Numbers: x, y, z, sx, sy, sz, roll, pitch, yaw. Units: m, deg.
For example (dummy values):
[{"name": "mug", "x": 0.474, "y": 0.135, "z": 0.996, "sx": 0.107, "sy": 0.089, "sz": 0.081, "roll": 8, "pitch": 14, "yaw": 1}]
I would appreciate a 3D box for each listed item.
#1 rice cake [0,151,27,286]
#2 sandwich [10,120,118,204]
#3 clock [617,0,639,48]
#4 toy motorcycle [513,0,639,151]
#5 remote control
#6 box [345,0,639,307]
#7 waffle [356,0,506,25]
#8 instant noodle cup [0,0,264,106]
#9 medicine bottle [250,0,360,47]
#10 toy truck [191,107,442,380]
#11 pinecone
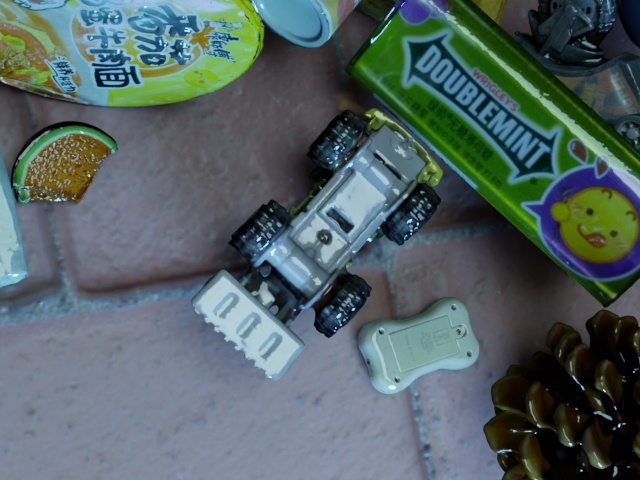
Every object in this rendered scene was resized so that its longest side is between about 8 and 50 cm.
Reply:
[{"name": "rice cake", "x": -0.327, "y": -0.053, "z": 1.092, "sx": 0.124, "sy": 0.038, "sz": 0.211, "roll": -17, "pitch": 86, "yaw": -25}, {"name": "sandwich", "x": -0.235, "y": -0.068, "z": 1.141, "sx": 0.069, "sy": 0.026, "sz": 0.101, "roll": 42, "pitch": 67, "yaw": -25}, {"name": "clock", "x": 0.385, "y": -0.285, "z": 1.337, "sx": 0.146, "sy": 0.200, "sz": 0.243, "roll": 47, "pitch": 27, "yaw": -21}, {"name": "toy motorcycle", "x": 0.269, "y": -0.120, "z": 1.305, "sx": 0.108, "sy": 0.173, "sz": 0.307, "roll": -27, "pitch": 96, "yaw": -55}, {"name": "remote control", "x": 0.096, "y": 0.102, "z": 1.248, "sx": 0.122, "sy": 0.032, "sz": 0.074, "roll": -15, "pitch": 85, "yaw": -26}, {"name": "box", "x": 0.188, "y": -0.099, "z": 1.218, "sx": 0.345, "sy": 0.134, "sz": 0.097, "roll": 44, "pitch": 27, "yaw": 4}, {"name": "waffle", "x": 0.079, "y": -0.307, "z": 1.313, "sx": 0.274, "sy": 0.057, "sz": 0.168, "roll": 25, "pitch": 70, "yaw": -17}, {"name": "instant noodle cup", "x": -0.177, "y": -0.258, "z": 1.094, "sx": 0.264, "sy": 0.264, "sz": 0.200, "roll": 7, "pitch": 69, "yaw": -22}, {"name": "medicine bottle", "x": 0.086, "y": -0.360, "z": 1.242, "sx": 0.108, "sy": 0.108, "sz": 0.426, "roll": 42, "pitch": 67, "yaw": -11}, {"name": "toy truck", "x": 0.000, "y": 0.000, "z": 1.185, "sx": 0.136, "sy": 0.111, "sz": 0.286, "roll": 43, "pitch": 67, "yaw": -3}, {"name": "pinecone", "x": 0.301, "y": 0.183, "z": 1.201, "sx": 0.264, "sy": 0.264, "sz": 0.264, "roll": 5, "pitch": 77, "yaw": -23}]
